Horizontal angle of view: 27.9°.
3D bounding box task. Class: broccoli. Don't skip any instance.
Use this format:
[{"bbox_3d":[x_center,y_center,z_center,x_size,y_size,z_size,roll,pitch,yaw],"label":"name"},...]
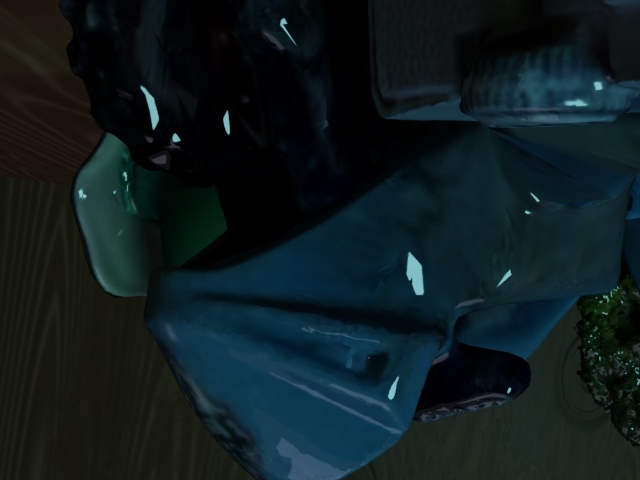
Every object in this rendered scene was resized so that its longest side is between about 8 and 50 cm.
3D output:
[{"bbox_3d":[0.372,0.062,1.248,0.321,0.304,0.283,40,-178,-39],"label":"broccoli"}]

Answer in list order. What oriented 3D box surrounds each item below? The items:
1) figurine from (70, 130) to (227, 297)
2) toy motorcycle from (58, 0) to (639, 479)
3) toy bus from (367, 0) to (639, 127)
[{"bbox_3d":[0.000,0.000,0.974,0.340,0.231,0.323,11,152,34],"label":"figurine"},{"bbox_3d":[0.086,-0.009,0.537,0.416,0.232,0.172,9,172,-31],"label":"toy motorcycle"},{"bbox_3d":[0.137,-0.082,0.292,0.136,0.109,0.330,-3,-176,-28],"label":"toy bus"}]
